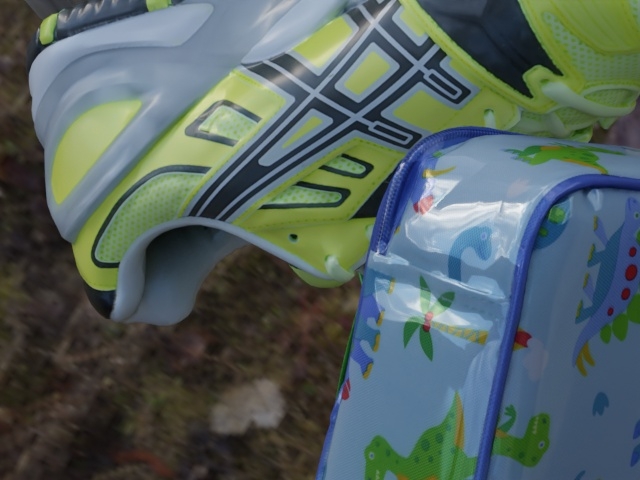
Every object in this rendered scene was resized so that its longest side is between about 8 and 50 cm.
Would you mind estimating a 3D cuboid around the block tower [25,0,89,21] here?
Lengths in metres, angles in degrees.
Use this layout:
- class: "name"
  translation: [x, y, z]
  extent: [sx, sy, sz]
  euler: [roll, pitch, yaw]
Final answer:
- class: "block tower"
  translation: [-0.035, -0.177, 1.156]
  extent: [0.335, 0.091, 0.097]
  euler: [-8, 40, 46]

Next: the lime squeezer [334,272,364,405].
- class: "lime squeezer"
  translation: [0.000, 0.000, 1.313]
  extent: [0.110, 0.310, 0.059]
  euler: [-21, 41, 10]

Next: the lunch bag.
- class: "lunch bag"
  translation: [0.085, 0.076, 0.679]
  extent: [0.090, 0.176, 0.219]
  euler: [21, 104, 48]

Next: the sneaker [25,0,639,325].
- class: "sneaker"
  translation: [0.046, -0.058, 0.845]
  extent: [0.385, 0.145, 0.147]
  euler: [-14, 79, 34]
